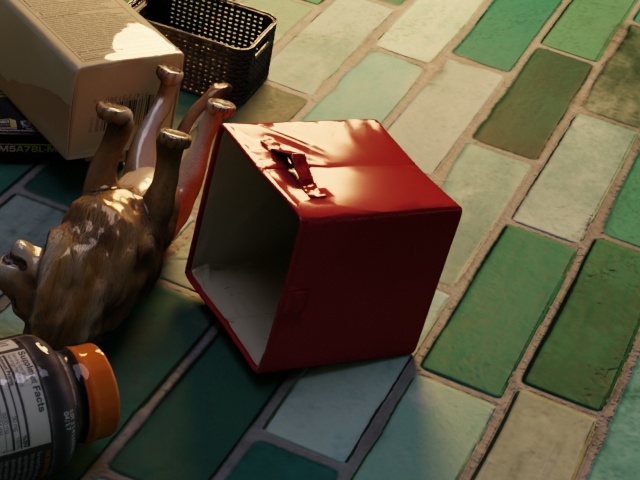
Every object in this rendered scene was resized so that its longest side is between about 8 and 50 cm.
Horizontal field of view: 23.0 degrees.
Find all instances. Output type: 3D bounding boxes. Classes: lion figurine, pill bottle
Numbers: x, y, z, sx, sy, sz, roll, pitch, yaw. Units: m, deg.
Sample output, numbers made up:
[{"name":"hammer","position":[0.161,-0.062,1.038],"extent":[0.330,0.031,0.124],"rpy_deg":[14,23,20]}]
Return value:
[{"name":"lion figurine","position":[-0.188,-0.034,1.630],"extent":[0.142,0.240,0.392],"rpy_deg":[22,20,12]},{"name":"pill bottle","position":[-0.298,0.156,1.350],"extent":[0.245,0.130,0.130],"rpy_deg":[-12,40,-31]}]

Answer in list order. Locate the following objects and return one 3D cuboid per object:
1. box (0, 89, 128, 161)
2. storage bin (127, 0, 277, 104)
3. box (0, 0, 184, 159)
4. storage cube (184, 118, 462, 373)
[{"name":"box","position":[-0.333,-0.158,1.873],"extent":[0.190,0.045,0.184],"rpy_deg":[0,37,-17]},{"name":"storage bin","position":[-0.159,-0.257,2.035],"extent":[0.180,0.084,0.122],"rpy_deg":[18,35,11]},{"name":"box","position":[-0.305,-0.231,1.841],"extent":[0.148,0.121,0.311],"rpy_deg":[-12,40,-34]},{"name":"storage cube","position":[0.000,0.000,1.597],"extent":[0.193,0.215,0.184],"rpy_deg":[-4,36,-32]}]
